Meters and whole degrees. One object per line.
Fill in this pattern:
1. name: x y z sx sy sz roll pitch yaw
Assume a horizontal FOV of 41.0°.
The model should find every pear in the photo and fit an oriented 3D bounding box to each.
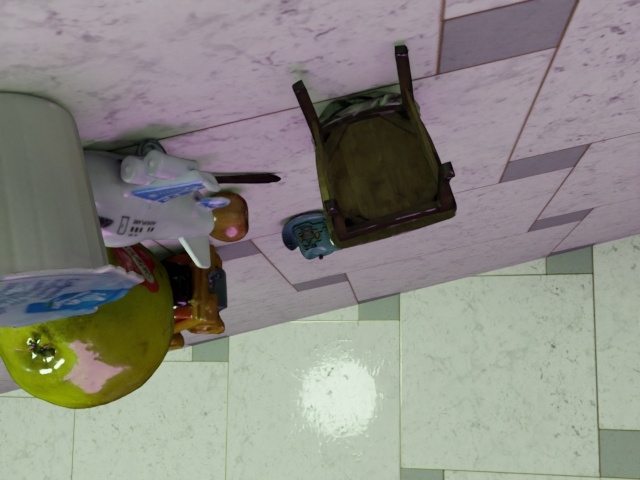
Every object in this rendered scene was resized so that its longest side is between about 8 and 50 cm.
1. pear: -0.357 0.105 1.342 0.287 0.287 0.375 -14 -169 9

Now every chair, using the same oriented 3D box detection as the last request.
1. chair: 0.068 -0.090 1.052 0.160 0.186 0.319 -18 166 2

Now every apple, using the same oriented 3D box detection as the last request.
1. apple: -0.148 -0.036 1.330 0.071 0.084 0.084 -3 168 1

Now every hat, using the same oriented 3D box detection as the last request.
1. hat: 0.000 0.000 1.646 0.138 0.078 0.191 -14 168 20

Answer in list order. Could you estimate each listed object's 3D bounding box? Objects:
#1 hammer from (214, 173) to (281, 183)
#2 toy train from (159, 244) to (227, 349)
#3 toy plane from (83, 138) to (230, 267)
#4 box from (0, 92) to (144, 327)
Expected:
1. hammer: -0.138 -0.088 1.250 0.178 0.021 0.065 -7 168 -36
2. toy train: -0.342 0.122 1.704 0.231 0.163 0.369 10 157 -41
3. toy plane: -0.237 -0.044 1.095 0.266 0.123 0.267 -6 160 -2
4. box: -0.353 -0.024 0.873 0.291 0.206 0.262 -2 163 -36
